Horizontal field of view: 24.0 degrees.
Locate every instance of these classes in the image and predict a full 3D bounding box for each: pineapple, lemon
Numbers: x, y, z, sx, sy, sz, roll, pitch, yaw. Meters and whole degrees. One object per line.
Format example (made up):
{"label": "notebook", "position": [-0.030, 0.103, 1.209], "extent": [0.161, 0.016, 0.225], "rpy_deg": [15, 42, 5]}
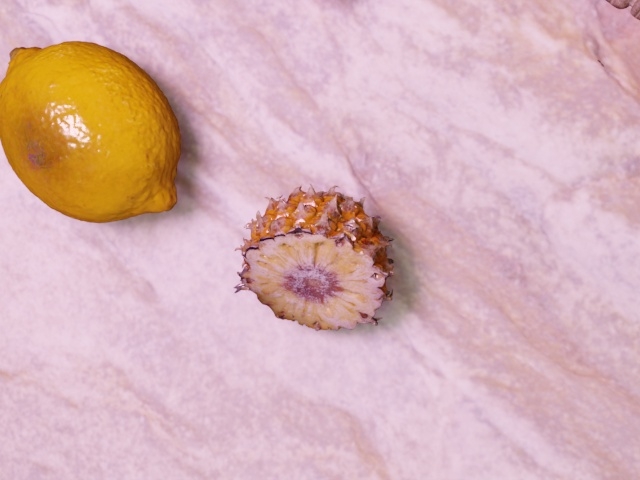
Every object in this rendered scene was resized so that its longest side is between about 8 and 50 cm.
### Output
{"label": "pineapple", "position": [0.002, -0.002, 1.652], "extent": [0.176, 0.137, 0.161], "rpy_deg": [7, 136, 9]}
{"label": "lemon", "position": [-0.259, -0.121, 1.673], "extent": [0.257, 0.188, 0.188], "rpy_deg": [42, 100, 8]}

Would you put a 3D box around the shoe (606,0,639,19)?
{"label": "shoe", "position": [0.301, -0.392, 1.533], "extent": [0.351, 0.198, 0.172], "rpy_deg": [53, 145, 5]}
